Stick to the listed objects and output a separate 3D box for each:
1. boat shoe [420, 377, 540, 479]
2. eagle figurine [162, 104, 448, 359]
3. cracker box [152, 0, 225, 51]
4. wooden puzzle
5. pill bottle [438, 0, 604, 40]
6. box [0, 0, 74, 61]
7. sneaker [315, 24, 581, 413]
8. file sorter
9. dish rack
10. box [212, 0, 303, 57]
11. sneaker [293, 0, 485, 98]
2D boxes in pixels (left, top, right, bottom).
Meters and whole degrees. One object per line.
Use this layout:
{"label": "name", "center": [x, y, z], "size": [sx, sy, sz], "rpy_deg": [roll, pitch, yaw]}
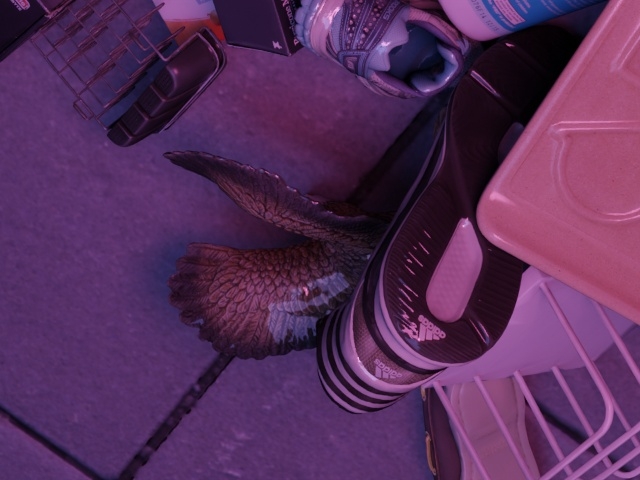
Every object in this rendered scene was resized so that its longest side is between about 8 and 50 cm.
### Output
{"label": "boat shoe", "center": [0.174, 0.239, 2.227], "size": [0.117, 0.096, 0.324], "rpy_deg": [-20, 126, -16]}
{"label": "eagle figurine", "center": [-0.004, -0.001, 2.059], "size": [0.225, 0.298, 0.226], "rpy_deg": [157, 103, -70]}
{"label": "cracker box", "center": [-0.121, -0.319, 1.984], "size": [0.156, 0.067, 0.232], "rpy_deg": [-17, 114, 30]}
{"label": "wooden puzzle", "center": [0.353, -0.088, 1.751], "size": [0.322, 0.080, 0.348], "rpy_deg": [28, 104, -12]}
{"label": "pill bottle", "center": [0.237, -0.289, 1.827], "size": [0.264, 0.146, 0.146], "rpy_deg": [-16, 115, 28]}
{"label": "box", "center": [-0.404, -0.309, 2.015], "size": [0.295, 0.073, 0.293], "rpy_deg": [51, 148, -10]}
{"label": "sneaker", "center": [0.115, -0.015, 1.898], "size": [0.169, 0.447, 0.257], "rpy_deg": [40, 141, -7]}
{"label": "file sorter", "center": [0.280, 0.140, 1.984], "size": [0.193, 0.278, 0.173], "rpy_deg": [-46, 62, 36]}
{"label": "dish rack", "center": [-0.238, -0.232, 2.042], "size": [0.271, 0.074, 0.208], "rpy_deg": [49, 147, -1]}
{"label": "box", "center": [-0.032, -0.332, 1.861], "size": [0.103, 0.184, 0.261], "rpy_deg": [13, 130, 45]}
{"label": "sneaker", "center": [0.090, -0.172, 1.883], "size": [0.122, 0.283, 0.110], "rpy_deg": [35, 105, 30]}
